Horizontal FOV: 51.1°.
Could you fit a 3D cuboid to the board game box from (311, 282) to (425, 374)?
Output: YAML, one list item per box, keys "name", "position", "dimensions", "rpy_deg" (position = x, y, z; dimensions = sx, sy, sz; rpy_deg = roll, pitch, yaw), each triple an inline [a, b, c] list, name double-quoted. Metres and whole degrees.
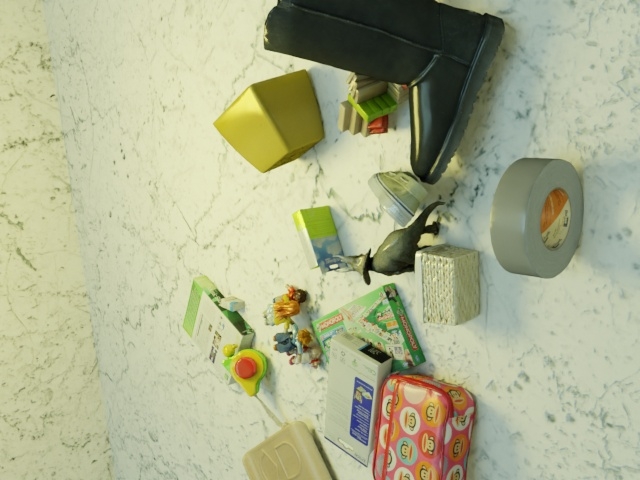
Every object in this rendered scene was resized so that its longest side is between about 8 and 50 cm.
- name: "board game box"
  position: [0.117, 0.263, 1.763]
  dimensions: [0.317, 0.046, 0.213]
  rpy_deg: [-33, 74, 47]

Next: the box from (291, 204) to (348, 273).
- name: "box"
  position: [0.000, 0.000, 1.783]
  dimensions: [0.042, 0.109, 0.178]
  rpy_deg: [-25, 81, 45]

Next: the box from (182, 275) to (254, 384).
- name: "box"
  position: [-0.359, 0.306, 2.312]
  dimensions: [0.322, 0.058, 0.232]
  rpy_deg: [42, 128, 33]

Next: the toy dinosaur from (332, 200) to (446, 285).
- name: "toy dinosaur"
  position: [0.184, 0.024, 1.540]
  dimensions: [0.313, 0.160, 0.121]
  rpy_deg: [-37, 72, 48]

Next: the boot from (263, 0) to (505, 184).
- name: "boot"
  position: [0.093, -0.347, 1.364]
  dimensions: [0.146, 0.445, 0.367]
  rpy_deg: [-89, 17, -69]

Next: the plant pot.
- name: "plant pot"
  position: [-0.119, -0.304, 1.785]
  dimensions: [0.212, 0.212, 0.187]
  rpy_deg: [-30, 89, 48]

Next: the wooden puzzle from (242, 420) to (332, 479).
- name: "wooden puzzle"
  position: [-0.077, 0.757, 2.091]
  dimensions: [0.348, 0.080, 0.322]
  rpy_deg: [-42, 68, 40]

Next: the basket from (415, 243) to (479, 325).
- name: "basket"
  position: [0.284, 0.100, 1.485]
  dimensions: [0.103, 0.113, 0.167]
  rpy_deg: [7, 105, 44]

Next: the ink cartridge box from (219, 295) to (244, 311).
- name: "ink cartridge box"
  position: [-0.296, 0.207, 2.219]
  dimensions: [0.083, 0.048, 0.028]
  rpy_deg: [16, 111, 45]

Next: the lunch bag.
- name: "lunch bag"
  position: [0.229, 0.469, 1.605]
  dimensions: [0.258, 0.120, 0.293]
  rpy_deg: [7, 90, 50]

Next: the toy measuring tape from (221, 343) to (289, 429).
- name: "toy measuring tape"
  position: [-0.185, 0.447, 2.129]
  dimensions: [0.330, 0.121, 0.121]
  rpy_deg: [46, 133, 9]

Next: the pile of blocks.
- name: "pile of blocks"
  position: [0.160, -0.357, 1.483]
  dimensions: [0.112, 0.149, 0.362]
  rpy_deg: [53, 133, 26]

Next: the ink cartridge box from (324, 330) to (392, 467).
- name: "ink cartridge box"
  position: [0.094, 0.416, 1.753]
  dimensions: [0.165, 0.065, 0.332]
  rpy_deg: [25, 122, 36]

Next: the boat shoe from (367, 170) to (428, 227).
- name: "boat shoe"
  position: [0.179, -0.106, 1.492]
  dimensions: [0.094, 0.302, 0.109]
  rpy_deg: [-42, 105, 9]

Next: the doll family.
- name: "doll family"
  position: [-0.087, 0.258, 1.939]
  dimensions: [0.163, 0.118, 0.263]
  rpy_deg: [-24, 81, 49]

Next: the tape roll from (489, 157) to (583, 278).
- name: "tape roll"
  position: [0.401, -0.042, 1.231]
  dimensions: [0.072, 0.219, 0.219]
  rpy_deg: [10, 107, 46]
